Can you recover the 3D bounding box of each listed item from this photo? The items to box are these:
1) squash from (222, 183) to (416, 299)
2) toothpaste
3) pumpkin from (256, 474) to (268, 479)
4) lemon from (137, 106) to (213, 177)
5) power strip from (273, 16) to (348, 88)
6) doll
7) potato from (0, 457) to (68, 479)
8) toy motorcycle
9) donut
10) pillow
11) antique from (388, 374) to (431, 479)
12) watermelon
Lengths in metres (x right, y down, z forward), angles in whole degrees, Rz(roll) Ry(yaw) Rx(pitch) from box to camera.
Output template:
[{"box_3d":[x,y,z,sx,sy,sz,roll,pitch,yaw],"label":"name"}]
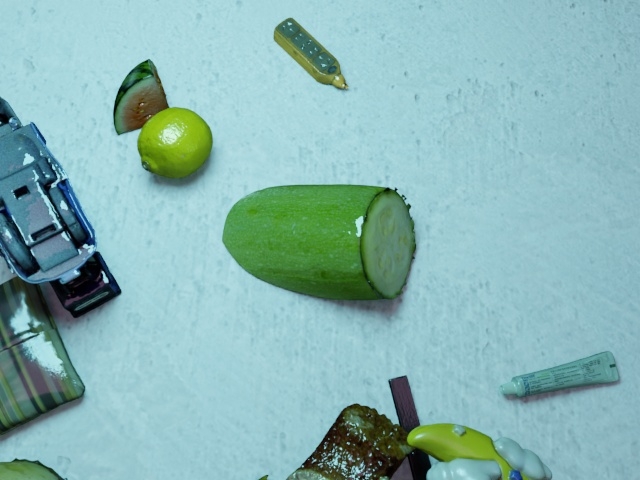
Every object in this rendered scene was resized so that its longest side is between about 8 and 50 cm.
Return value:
[{"box_3d":[0.000,0.000,0.999,0.260,0.189,0.189,0,67,33],"label":"squash"},{"box_3d":[0.369,0.212,0.955,0.197,0.029,0.048,-9,75,-11],"label":"toothpaste"},{"box_3d":[-0.147,0.427,0.787,0.149,0.130,0.254,10,72,-2],"label":"pumpkin"},{"box_3d":[-0.232,-0.154,0.985,0.109,0.109,0.133,35,64,7],"label":"lemon"},{"box_3d":[-0.015,-0.331,1.105,0.049,0.028,0.178,-41,80,-17],"label":"power strip"},{"box_3d":[0.200,0.346,0.779,0.252,0.111,0.237,18,47,-10],"label":"doll"},{"box_3d":[-0.445,0.396,0.732,0.242,0.242,0.285,41,76,9],"label":"potato"},{"box_3d":[-0.425,-0.069,0.896,0.125,0.212,0.358,-29,80,-15],"label":"toy motorcycle"},{"box_3d":[0.034,0.331,0.847,0.126,0.144,0.186,38,96,16],"label":"donut"},{"box_3d":[-0.475,0.176,0.883,0.212,0.052,0.208,-27,79,-12],"label":"pillow"},{"box_3d":[0.139,0.297,0.913,0.031,0.015,0.192,-10,73,-9],"label":"antique"},{"box_3d":[-0.296,-0.230,1.037,0.094,0.125,0.135,29,101,-26],"label":"watermelon"}]
